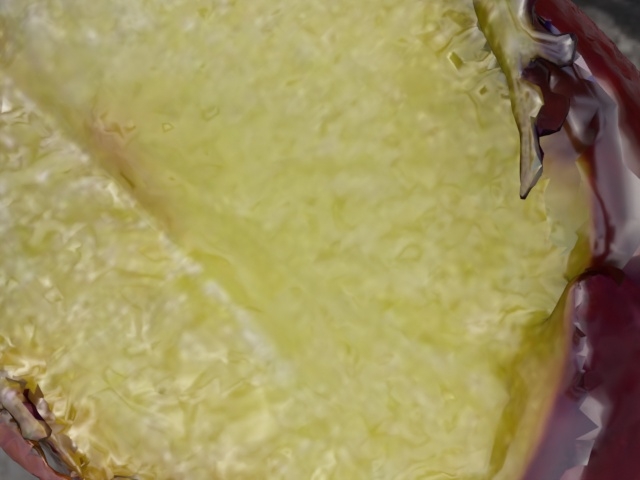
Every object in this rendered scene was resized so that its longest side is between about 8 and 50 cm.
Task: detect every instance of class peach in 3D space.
[{"bbox_3d":[0.000,0.000,0.849,0.339,0.353,0.416,-42,102,1],"label":"peach"}]
